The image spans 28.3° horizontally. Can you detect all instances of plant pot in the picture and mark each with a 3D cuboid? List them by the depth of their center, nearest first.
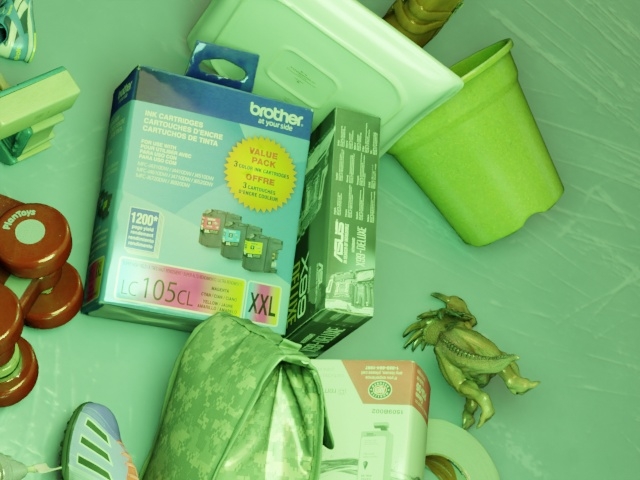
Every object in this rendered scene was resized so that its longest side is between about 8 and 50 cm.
[{"bbox_3d":[0.244,-0.138,1.998,0.276,0.276,0.254,-38,100,-32],"label":"plant pot"}]

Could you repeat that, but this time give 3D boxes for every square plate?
[{"bbox_3d":[-0.014,-0.245,1.814,0.347,0.344,0.049,35,63,-9],"label":"square plate"}]

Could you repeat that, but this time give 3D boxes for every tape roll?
[{"bbox_3d":[0.152,0.371,1.831,0.219,0.072,0.219,10,65,-23],"label":"tape roll"}]

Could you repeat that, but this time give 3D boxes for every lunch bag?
[{"bbox_3d":[-0.099,0.244,1.588,0.169,0.235,0.287,16,93,-27],"label":"lunch bag"}]

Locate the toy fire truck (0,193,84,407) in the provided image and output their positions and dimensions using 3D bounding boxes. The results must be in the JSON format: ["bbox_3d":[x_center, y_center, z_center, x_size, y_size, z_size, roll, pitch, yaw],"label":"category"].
[{"bbox_3d":[-0.463,0.060,1.632,0.254,0.169,0.302,20,59,10],"label":"toy fire truck"}]

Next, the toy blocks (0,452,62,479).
[{"bbox_3d":[-0.490,0.289,1.449,0.260,0.289,0.308,4,82,-54],"label":"toy blocks"}]

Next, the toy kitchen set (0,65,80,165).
[{"bbox_3d":[-0.440,-0.199,1.702,0.122,0.207,0.166,-31,84,-33],"label":"toy kitchen set"}]

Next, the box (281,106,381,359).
[{"bbox_3d":[0.000,0.000,1.811,0.077,0.242,0.307,12,65,-19],"label":"box"}]

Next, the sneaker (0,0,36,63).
[{"bbox_3d":[-0.450,-0.328,1.844,0.059,0.053,0.144,-2,69,-24],"label":"sneaker"}]

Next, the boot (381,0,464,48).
[{"bbox_3d":[0.130,-0.322,2.005,0.109,0.220,0.283,49,52,-1],"label":"boot"}]

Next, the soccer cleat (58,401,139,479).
[{"bbox_3d":[-0.255,0.328,1.577,0.108,0.116,0.318,54,19,-42],"label":"soccer cleat"}]

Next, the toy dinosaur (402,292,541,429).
[{"bbox_3d":[0.208,0.164,1.860,0.127,0.295,0.200,-35,83,-3],"label":"toy dinosaur"}]

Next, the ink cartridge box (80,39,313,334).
[{"bbox_3d":[-0.168,-0.074,1.776,0.270,0.151,0.395,11,75,-21],"label":"ink cartridge box"}]

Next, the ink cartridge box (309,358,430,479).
[{"bbox_3d":[0.032,0.312,1.717,0.207,0.117,0.283,-1,64,15],"label":"ink cartridge box"}]
